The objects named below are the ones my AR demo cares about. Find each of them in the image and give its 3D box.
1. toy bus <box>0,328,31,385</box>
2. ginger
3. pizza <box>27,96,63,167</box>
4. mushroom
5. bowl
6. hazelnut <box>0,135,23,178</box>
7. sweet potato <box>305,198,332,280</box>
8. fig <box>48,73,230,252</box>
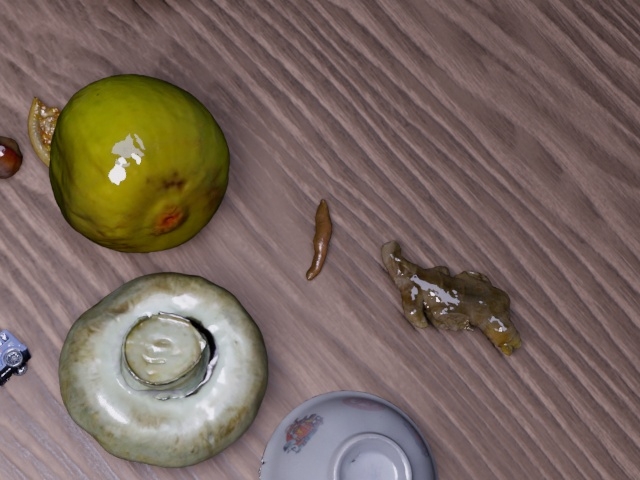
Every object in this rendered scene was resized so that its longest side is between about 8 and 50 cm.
[{"bbox_3d":[-0.586,0.236,1.410,0.076,0.073,0.167,42,64,7],"label":"toy bus"},{"bbox_3d":[0.266,0.121,1.643,0.333,0.080,0.166,24,55,-7],"label":"ginger"},{"bbox_3d":[-0.509,-0.209,1.607,0.131,0.041,0.178,-6,72,-17],"label":"pizza"},{"bbox_3d":[-0.264,0.214,1.391,0.352,0.260,0.352,5,64,-11],"label":"mushroom"},{"bbox_3d":[0.073,0.425,1.446,0.345,0.157,0.345,4,70,-12],"label":"bowl"},{"bbox_3d":[-0.610,-0.159,1.549,0.086,0.086,0.086,4,69,-11],"label":"hazelnut"},{"bbox_3d":[0.001,-0.002,1.648,0.044,0.044,0.179,10,68,-9],"label":"sweet potato"},{"bbox_3d":[-0.338,-0.153,1.478,0.343,0.343,0.343,4,69,-11],"label":"fig"}]
